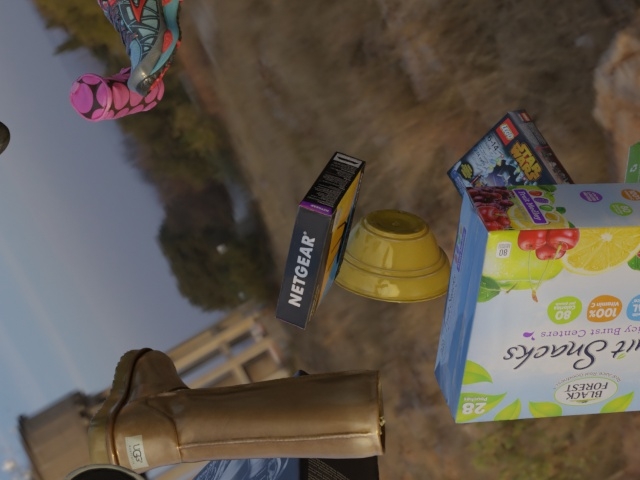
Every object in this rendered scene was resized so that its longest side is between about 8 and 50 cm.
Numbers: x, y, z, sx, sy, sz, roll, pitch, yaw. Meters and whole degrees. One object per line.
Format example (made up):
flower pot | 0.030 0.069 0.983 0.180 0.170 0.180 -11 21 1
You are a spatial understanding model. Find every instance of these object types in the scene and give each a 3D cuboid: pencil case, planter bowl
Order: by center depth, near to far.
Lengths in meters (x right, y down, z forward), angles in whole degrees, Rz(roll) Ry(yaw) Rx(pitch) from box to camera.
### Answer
planter bowl | 0.116 0.009 1.891 0.217 0.217 0.090 -128 40 -56
pencil case | -0.372 -0.270 2.136 0.098 0.095 0.209 44 -159 6

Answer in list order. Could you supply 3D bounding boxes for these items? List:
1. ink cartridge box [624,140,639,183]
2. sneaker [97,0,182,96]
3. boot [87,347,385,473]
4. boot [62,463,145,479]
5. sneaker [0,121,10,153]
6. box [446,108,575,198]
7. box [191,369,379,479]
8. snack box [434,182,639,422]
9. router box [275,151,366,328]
ink cartridge box | 0.600 -0.120 1.927 0.189 0.097 0.255 37 -132 -21
sneaker | -0.276 -0.320 1.720 0.104 0.125 0.262 -47 34 43
boot | -0.071 0.163 1.162 0.236 0.269 0.089 -83 -16 -70
boot | -0.154 0.283 0.710 0.244 0.088 0.176 -80 3 -49
sneaker | -0.533 -0.176 1.592 0.132 0.228 0.086 116 152 -49
box | 0.179 -0.033 1.038 0.094 0.027 0.137 -46 67 40
box | -0.073 0.450 1.942 0.179 0.343 0.312 36 -158 -18
snack box | 0.201 0.046 0.886 0.070 0.207 0.174 -107 20 -56
router box | 0.000 0.000 1.442 0.046 0.133 0.179 20 128 10
